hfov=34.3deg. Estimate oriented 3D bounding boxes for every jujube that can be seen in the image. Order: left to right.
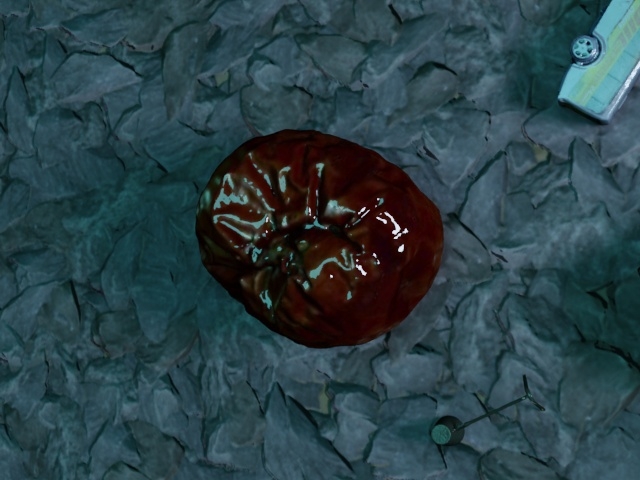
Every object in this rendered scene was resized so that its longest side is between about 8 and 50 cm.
[{"bbox_3d":[0.000,0.000,1.056,0.232,0.213,0.213,32,98,26],"label":"jujube"}]

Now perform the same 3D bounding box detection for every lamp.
[{"bbox_3d":[0.163,0.178,1.047,0.121,0.054,0.041,-28,76,18],"label":"lamp"}]

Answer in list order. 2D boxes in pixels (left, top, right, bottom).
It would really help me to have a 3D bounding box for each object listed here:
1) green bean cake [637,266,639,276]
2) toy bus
[{"bbox_3d":[0.409,0.021,0.938,0.233,0.097,0.198,-18,80,19],"label":"green bean cake"},{"bbox_3d":[0.302,-0.207,1.018,0.075,0.064,0.190,34,98,15],"label":"toy bus"}]
